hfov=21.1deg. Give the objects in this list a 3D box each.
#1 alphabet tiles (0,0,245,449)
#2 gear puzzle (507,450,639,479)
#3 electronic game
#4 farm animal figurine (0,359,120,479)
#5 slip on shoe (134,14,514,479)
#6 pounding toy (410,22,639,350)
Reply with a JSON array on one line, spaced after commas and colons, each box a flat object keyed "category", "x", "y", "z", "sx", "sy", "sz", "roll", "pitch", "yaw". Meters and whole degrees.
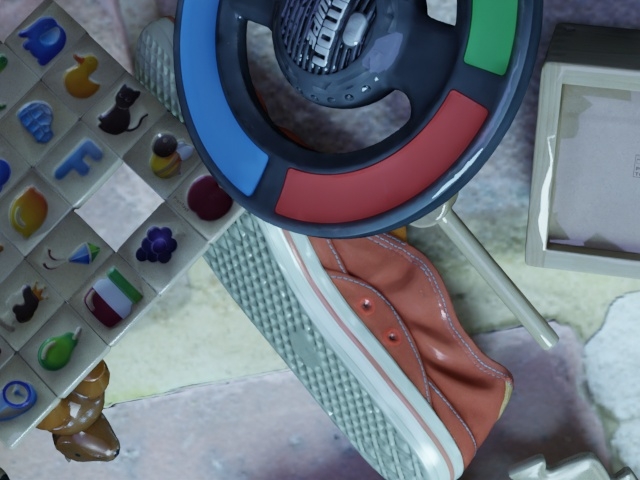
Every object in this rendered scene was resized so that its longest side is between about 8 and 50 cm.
[{"category": "alphabet tiles", "x": -0.180, "y": -0.027, "z": 0.998, "sx": 0.198, "sy": 0.009, "sz": 0.237, "roll": -46, "pitch": 64, "yaw": -2}, {"category": "gear puzzle", "x": 0.136, "y": 0.192, "z": 1.098, "sx": 0.339, "sy": 0.044, "sz": 0.175, "roll": -25, "pitch": 128, "yaw": 16}, {"category": "electronic game", "x": 0.013, "y": -0.115, "z": 0.902, "sx": 0.229, "sy": 0.048, "sz": 0.229, "roll": -4, "pitch": 83, "yaw": 35}, {"category": "farm animal figurine", "x": -0.282, "y": 0.177, "z": 1.062, "sx": 0.327, "sy": 0.172, "sz": 0.330, "roll": 23, "pitch": 71, "yaw": -3}, {"category": "slip on shoe", "x": 0.000, "y": 0.000, "z": 1.043, "sx": 0.101, "sy": 0.123, "sz": 0.331, "roll": -39, "pitch": 96, "yaw": -24}, {"category": "pounding toy", "x": 0.153, "y": -0.033, "z": 1.024, "sx": 0.206, "sy": 0.094, "sz": 0.181, "roll": 7, "pitch": 114, "yaw": 11}]
